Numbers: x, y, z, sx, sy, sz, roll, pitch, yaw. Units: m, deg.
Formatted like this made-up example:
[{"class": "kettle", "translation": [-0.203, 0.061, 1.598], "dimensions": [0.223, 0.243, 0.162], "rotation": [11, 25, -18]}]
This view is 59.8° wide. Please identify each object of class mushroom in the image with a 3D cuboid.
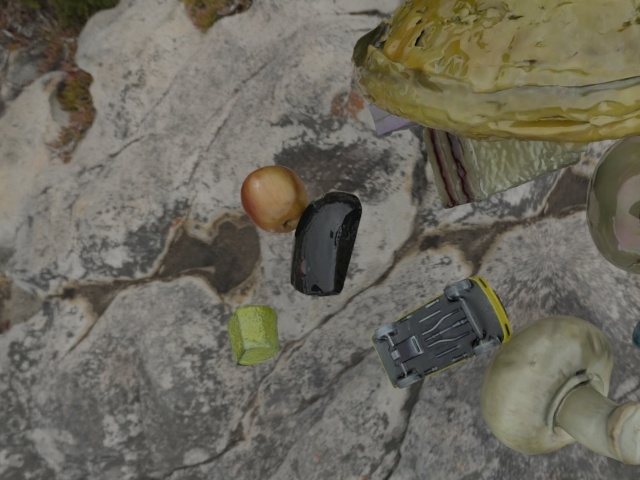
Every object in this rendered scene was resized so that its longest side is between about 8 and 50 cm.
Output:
[{"class": "mushroom", "translation": [0.478, 0.299, 1.153], "dimensions": [0.314, 0.356, 0.316], "rotation": [-2, 75, 8]}]

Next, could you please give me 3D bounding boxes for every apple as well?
[{"class": "apple", "translation": [-0.112, -0.103, 1.452], "dimensions": [0.199, 0.199, 0.199], "rotation": [-1, 89, 22]}]

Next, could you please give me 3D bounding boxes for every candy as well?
[{"class": "candy", "translation": [0.370, -0.195, 1.137], "dimensions": [0.135, 0.320, 0.180], "rotation": [-10, 99, 61]}]

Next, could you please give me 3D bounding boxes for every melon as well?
[{"class": "melon", "translation": [0.632, -0.080, 1.064], "dimensions": [0.222, 0.223, 0.317], "rotation": [11, 51, 22]}]

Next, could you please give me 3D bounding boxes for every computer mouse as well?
[{"class": "computer mouse", "translation": [0.000, 0.000, 1.336], "dimensions": [0.170, 0.100, 0.270], "rotation": [3, 78, 55]}]

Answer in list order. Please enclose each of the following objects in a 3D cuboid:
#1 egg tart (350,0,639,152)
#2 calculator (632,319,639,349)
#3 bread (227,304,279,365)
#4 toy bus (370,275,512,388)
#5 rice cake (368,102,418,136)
[{"class": "egg tart", "translation": [0.246, -0.238, 0.566], "dimensions": [0.442, 0.443, 0.178], "rotation": [6, 121, 22]}, {"class": "calculator", "translation": [0.712, 0.129, 1.000], "dimensions": [0.054, 0.256, 0.386], "rotation": [24, 126, -5]}, {"class": "bread", "translation": [-0.150, 0.215, 1.275], "dimensions": [0.129, 0.111, 0.115], "rotation": [115, 150, -51]}, {"class": "toy bus", "translation": [0.261, 0.192, 1.163], "dimensions": [0.330, 0.152, 0.144], "rotation": [-40, 67, 44]}, {"class": "rice cake", "translation": [0.249, -0.354, 1.469], "dimensions": [0.297, 0.050, 0.106], "rotation": [-11, 86, 52]}]
